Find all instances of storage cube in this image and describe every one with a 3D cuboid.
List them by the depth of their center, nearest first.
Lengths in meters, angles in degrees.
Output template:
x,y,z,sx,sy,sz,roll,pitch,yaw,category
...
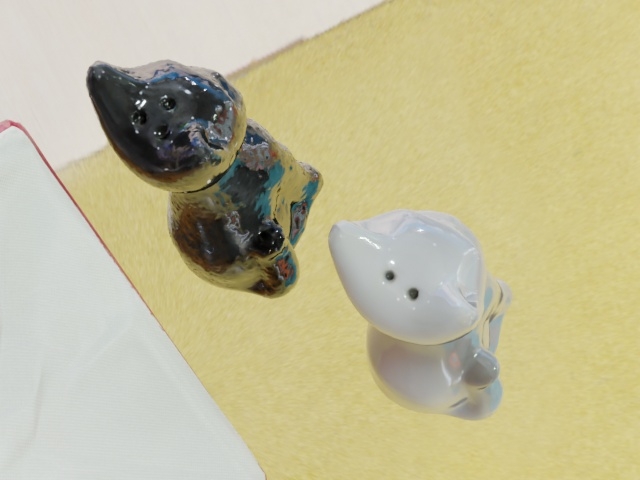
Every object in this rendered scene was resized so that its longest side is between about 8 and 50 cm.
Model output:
x,y,z,sx,sy,sz,roll,pitch,yaw,category
-0.174,0.097,0.454,0.215,0.193,0.183,58,36,-14,storage cube

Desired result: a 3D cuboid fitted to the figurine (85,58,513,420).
x,y,z,sx,sy,sz,roll,pitch,yaw,category
0.000,0.000,0.576,0.215,0.209,0.092,32,84,17,figurine
